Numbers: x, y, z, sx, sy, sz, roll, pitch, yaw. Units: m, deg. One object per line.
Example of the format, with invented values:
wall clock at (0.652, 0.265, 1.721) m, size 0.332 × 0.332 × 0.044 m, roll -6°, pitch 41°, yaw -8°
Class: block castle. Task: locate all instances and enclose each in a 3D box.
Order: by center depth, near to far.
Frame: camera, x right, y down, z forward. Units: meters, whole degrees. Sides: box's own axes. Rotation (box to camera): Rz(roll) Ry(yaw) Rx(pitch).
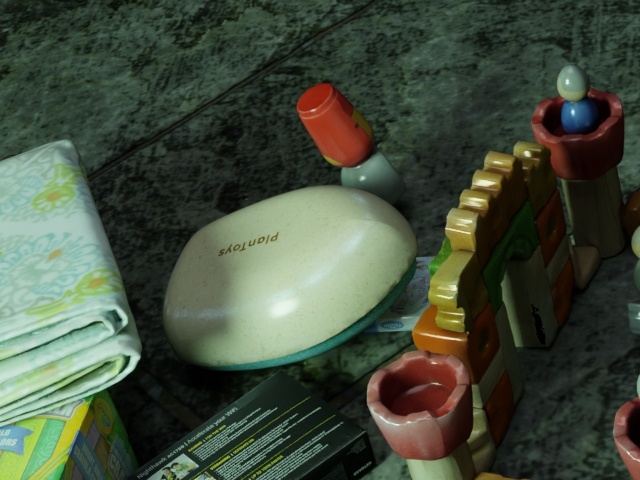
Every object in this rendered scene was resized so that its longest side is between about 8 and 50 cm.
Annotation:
block castle at (0.254, 0.043, 1.676) m, size 0.303 × 0.213 × 0.453 m, roll 6°, pitch 42°, yaw 29°

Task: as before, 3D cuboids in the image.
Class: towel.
towel at (-0.341, 0.057, 1.807) m, size 0.320 × 0.090 × 0.374 m, roll -19°, pitch 31°, yaw -6°

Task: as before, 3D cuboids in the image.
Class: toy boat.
toy boat at (0.000, 0.000, 1.900) m, size 0.267 × 0.148 × 0.318 m, roll -12°, pitch 41°, yaw 34°

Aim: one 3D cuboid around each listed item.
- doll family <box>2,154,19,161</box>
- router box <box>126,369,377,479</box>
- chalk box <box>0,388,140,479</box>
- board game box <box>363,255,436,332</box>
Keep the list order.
doll family at (-0.363, 0.017, 2.081) m, size 0.263 × 0.118 × 0.163 m, roll -28°, pitch 39°, yaw 18°
router box at (-0.060, 0.201, 1.741) m, size 0.179 × 0.046 × 0.133 m, roll -33°, pitch 38°, yaw -21°
chalk box at (-0.246, 0.203, 1.743) m, size 0.132 × 0.132 × 0.213 m, roll -5°, pitch 38°, yaw 17°
board game box at (0.090, 0.050, 1.898) m, size 0.090 × 0.020 × 0.090 m, roll -4°, pitch 38°, yaw 21°
